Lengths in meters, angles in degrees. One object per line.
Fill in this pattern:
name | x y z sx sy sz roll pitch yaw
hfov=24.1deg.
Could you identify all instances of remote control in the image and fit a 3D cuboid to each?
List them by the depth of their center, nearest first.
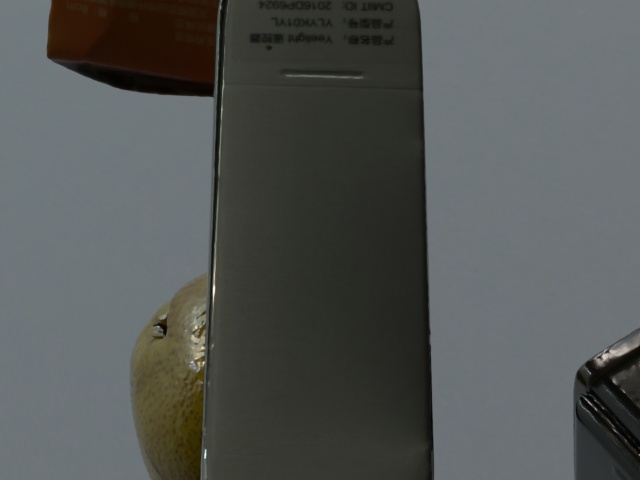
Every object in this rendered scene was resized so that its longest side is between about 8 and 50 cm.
remote control | 0.000 0.000 0.516 0.077 0.022 0.245 2 -114 -4

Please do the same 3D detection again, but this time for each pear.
pear | -0.038 0.111 1.064 0.209 0.209 0.209 -2 -81 -16

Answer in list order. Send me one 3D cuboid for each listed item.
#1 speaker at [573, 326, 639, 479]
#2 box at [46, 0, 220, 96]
speaker | 0.272 0.157 0.969 0.192 0.153 0.231 -28 -40 -16
box | -0.038 -0.266 0.809 0.143 0.225 0.341 12 -66 11
